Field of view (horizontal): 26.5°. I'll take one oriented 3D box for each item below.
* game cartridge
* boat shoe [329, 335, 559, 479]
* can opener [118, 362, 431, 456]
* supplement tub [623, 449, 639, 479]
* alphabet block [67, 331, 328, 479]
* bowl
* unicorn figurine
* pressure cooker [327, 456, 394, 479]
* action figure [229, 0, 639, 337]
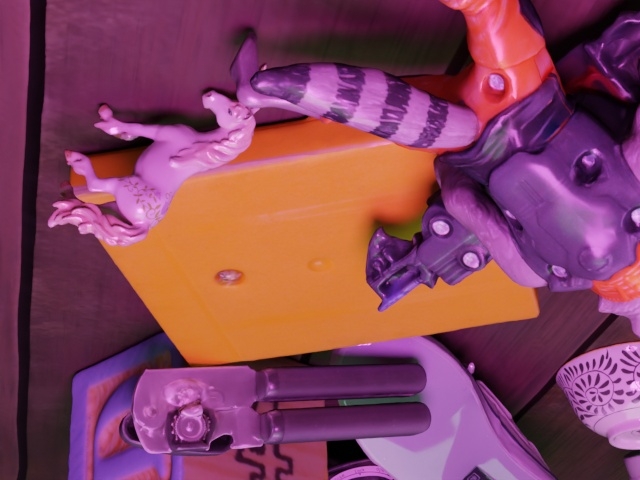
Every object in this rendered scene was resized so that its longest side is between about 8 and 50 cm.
[{"bbox_3d":[0.000,0.000,1.107,0.324,0.052,0.285,-10,145,11],"label":"game cartridge"},{"bbox_3d":[0.139,0.192,1.418,0.367,0.156,0.136,42,98,-20],"label":"boat shoe"},{"bbox_3d":[-0.042,0.155,1.255,0.284,0.076,0.095,0,164,-22],"label":"can opener"},{"bbox_3d":[0.492,0.362,1.505,0.241,0.331,0.241,-19,171,-3],"label":"supplement tub"},{"bbox_3d":[-0.125,0.221,1.396,0.192,0.193,0.197,-24,146,39],"label":"alphabet block"},{"bbox_3d":[0.343,0.176,1.466,0.170,0.080,0.170,-1,153,0],"label":"bowl"},{"bbox_3d":[-0.115,-0.059,0.962,0.111,0.162,0.060,20,163,17],"label":"unicorn figurine"},{"bbox_3d":[0.051,0.443,1.537,0.370,0.375,0.420,38,171,-15],"label":"pressure cooker"},{"bbox_3d":[0.094,-0.038,0.878,0.330,0.178,0.341,33,128,-13],"label":"action figure"}]
